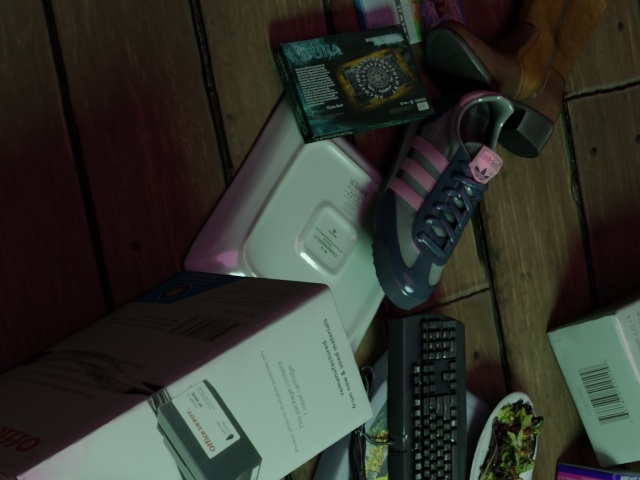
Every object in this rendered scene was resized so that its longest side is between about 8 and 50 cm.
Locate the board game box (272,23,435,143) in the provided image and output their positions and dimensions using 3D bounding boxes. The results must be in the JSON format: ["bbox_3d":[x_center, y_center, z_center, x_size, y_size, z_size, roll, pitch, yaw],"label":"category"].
[{"bbox_3d":[0.042,-0.195,1.897,0.186,0.026,0.126,-13,79,-32],"label":"board game box"}]

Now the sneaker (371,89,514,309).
[{"bbox_3d":[0.155,-0.064,1.906,0.112,0.131,0.319,39,51,-34],"label":"sneaker"}]

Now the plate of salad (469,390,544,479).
[{"bbox_3d":[0.252,0.300,2.042,0.200,0.048,0.199,-23,118,-52],"label":"plate of salad"}]

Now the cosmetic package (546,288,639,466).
[{"bbox_3d":[0.534,0.152,2.192,0.385,0.156,0.217,-22,88,-33],"label":"cosmetic package"}]

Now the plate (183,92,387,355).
[{"bbox_3d":[0.000,0.000,1.892,0.277,0.045,0.278,42,66,-28],"label":"plate"}]

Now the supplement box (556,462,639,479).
[{"bbox_3d":[0.394,0.428,2.140,0.111,0.114,0.220,9,86,-37],"label":"supplement box"}]

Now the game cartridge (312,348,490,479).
[{"bbox_3d":[0.092,0.292,1.955,0.196,0.060,0.294,35,70,-27],"label":"game cartridge"}]

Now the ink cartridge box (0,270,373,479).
[{"bbox_3d":[-0.193,0.192,1.599,0.395,0.285,0.166,-30,109,-32],"label":"ink cartridge box"}]

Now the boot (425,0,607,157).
[{"bbox_3d":[0.273,-0.293,2.059,0.264,0.096,0.280,38,68,-31],"label":"boot"}]

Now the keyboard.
[{"bbox_3d":[0.110,0.251,1.919,0.202,0.033,0.317,-1,90,-36],"label":"keyboard"}]

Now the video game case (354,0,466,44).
[{"bbox_3d":[0.113,-0.315,1.993,0.166,0.015,0.119,-22,102,-34],"label":"video game case"}]
